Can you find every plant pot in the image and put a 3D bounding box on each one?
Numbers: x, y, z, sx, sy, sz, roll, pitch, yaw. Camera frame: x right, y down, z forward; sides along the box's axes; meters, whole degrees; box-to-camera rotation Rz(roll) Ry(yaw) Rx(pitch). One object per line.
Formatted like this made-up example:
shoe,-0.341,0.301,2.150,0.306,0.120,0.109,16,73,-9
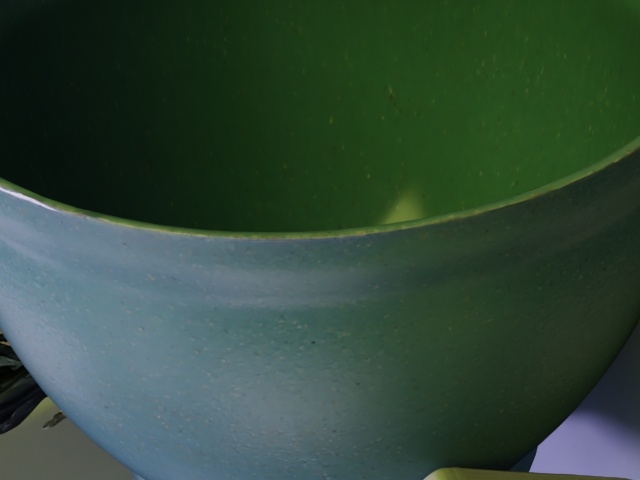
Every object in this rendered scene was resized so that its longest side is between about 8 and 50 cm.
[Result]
plant pot,0.000,0.000,0.745,0.293,0.293,0.196,36,139,44

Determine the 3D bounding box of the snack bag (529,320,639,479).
snack bag,0.030,0.095,0.890,0.323,0.037,0.343,-30,53,35

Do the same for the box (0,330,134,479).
box,-0.245,0.123,0.925,0.311,0.121,0.148,-24,43,-14

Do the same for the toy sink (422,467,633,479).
toy sink,0.083,0.219,0.670,0.153,0.131,0.234,-48,53,29

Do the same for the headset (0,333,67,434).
headset,-0.256,-0.048,0.873,0.394,0.185,0.243,40,132,24
